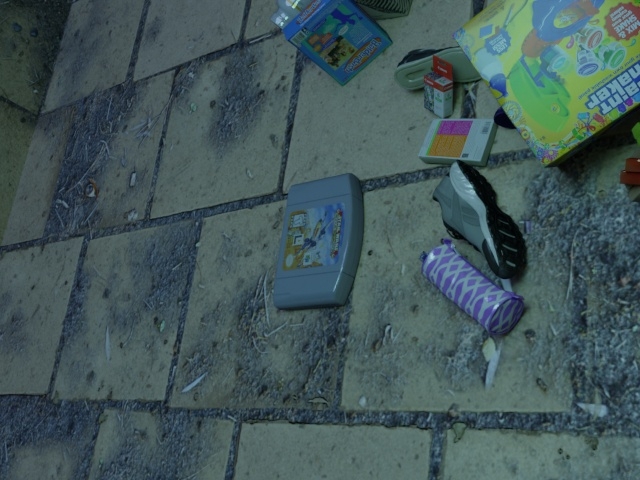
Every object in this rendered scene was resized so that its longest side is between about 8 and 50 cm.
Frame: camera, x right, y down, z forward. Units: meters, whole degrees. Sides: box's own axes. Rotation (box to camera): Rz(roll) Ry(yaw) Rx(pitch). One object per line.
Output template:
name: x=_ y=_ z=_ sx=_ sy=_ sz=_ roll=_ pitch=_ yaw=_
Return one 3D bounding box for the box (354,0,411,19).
box: x=0.094 y=-0.609 z=1.763 sx=0.113 sy=0.275 sz=0.094 roll=5 pitch=75 yaw=41

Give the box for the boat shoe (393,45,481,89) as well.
boat shoe: x=0.268 y=-0.377 z=1.646 sx=0.233 sy=0.084 sz=0.079 roll=-2 pitch=43 yaw=34

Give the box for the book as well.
book: x=0.277 y=-0.201 z=1.585 sx=0.144 sy=0.035 sz=0.096 roll=9 pitch=73 yaw=42

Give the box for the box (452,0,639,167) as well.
box: x=0.434 y=-0.318 z=1.332 sx=0.290 sy=0.177 sz=0.279 roll=-36 pitch=81 yaw=22

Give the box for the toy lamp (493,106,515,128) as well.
toy lamp: x=0.390 y=-0.357 z=1.532 sx=0.080 sy=0.080 sz=0.275 roll=-4 pitch=70 yaw=39

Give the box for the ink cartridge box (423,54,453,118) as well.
ink cartridge box: x=0.241 y=-0.315 z=1.617 sx=0.029 sy=0.115 sz=0.063 roll=-28 pitch=44 yaw=-22

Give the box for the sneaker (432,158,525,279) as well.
sneaker: x=0.289 y=-0.027 z=1.458 sx=0.108 sy=0.100 sz=0.272 roll=-47 pitch=41 yaw=27

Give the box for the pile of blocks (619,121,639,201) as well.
pile of blocks: x=0.543 y=-0.149 z=1.153 sx=0.362 sy=0.112 sz=0.149 roll=154 pitch=115 yaw=-74

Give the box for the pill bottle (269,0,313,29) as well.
pill bottle: x=-0.046 y=-0.616 z=2.007 sx=0.184 sy=0.103 sz=0.103 roll=-51 pitch=47 yaw=9

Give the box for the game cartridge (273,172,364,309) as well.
game cartridge: x=0.000 y=0.000 z=1.711 sx=0.198 sy=0.062 sz=0.298 roll=-12 pitch=63 yaw=41

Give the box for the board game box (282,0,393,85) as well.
board game box: x=0.041 y=-0.463 z=1.786 sx=0.160 sy=0.210 sz=0.047 roll=-38 pitch=49 yaw=20

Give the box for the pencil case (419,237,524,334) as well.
pencil case: x=0.271 y=0.082 z=1.416 sx=0.206 sy=0.086 sz=0.088 roll=44 pitch=110 yaw=42
